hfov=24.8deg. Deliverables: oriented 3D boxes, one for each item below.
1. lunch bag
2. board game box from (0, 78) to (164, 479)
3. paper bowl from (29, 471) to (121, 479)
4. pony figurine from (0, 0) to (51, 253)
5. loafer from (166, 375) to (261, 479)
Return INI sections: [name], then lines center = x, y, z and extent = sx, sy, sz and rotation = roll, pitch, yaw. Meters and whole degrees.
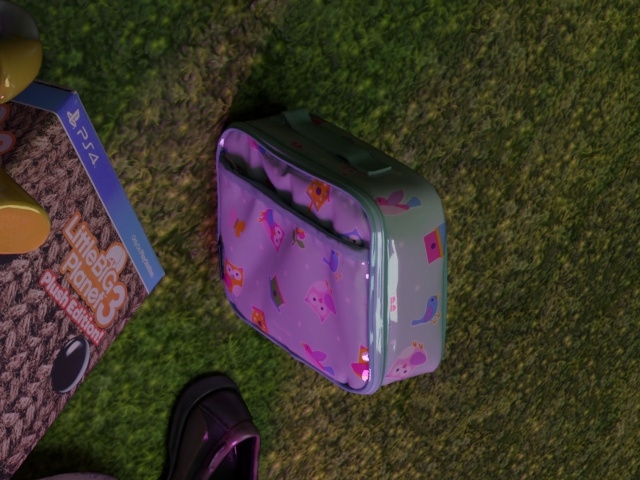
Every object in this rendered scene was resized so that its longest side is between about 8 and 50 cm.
[lunch bag]
center = 0.000, 0.000, 1.381
extent = 0.108, 0.279, 0.224
rotation = -20, 122, -31
[board game box]
center = -0.291, 0.042, 1.174
extent = 0.291, 0.141, 0.232
rotation = -56, 146, -28
[paper bowl]
center = -0.291, 0.362, 1.508
extent = 0.284, 0.148, 0.284
rotation = -25, 136, -26
[pony figurine]
center = -0.347, -0.155, 0.933
extent = 0.351, 0.363, 0.303
rotation = 6, 126, -27
[loafer]
center = -0.121, 0.293, 1.648
extent = 0.109, 0.095, 0.302
rotation = -18, 132, -31
